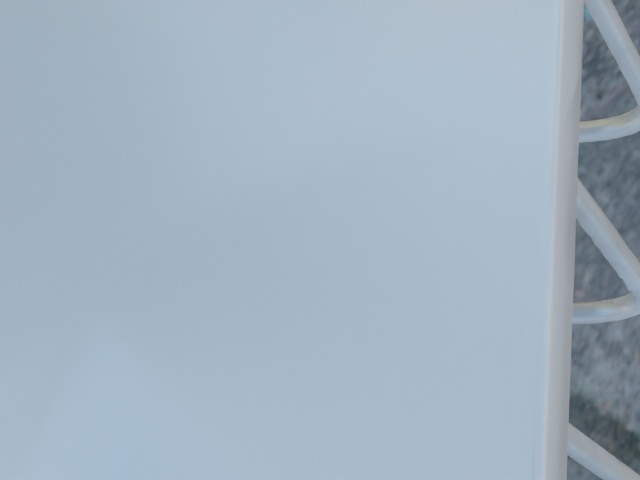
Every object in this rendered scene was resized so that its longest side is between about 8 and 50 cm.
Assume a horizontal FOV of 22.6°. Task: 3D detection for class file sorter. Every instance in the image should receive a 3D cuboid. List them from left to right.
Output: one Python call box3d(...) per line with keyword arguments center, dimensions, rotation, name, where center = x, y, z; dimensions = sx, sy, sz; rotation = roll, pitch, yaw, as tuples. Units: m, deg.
box3d(center=(0.000, 0.000, 0.474), dimensions=(0.192, 0.173, 0.278), rotation=(-3, 72, 24), name="file sorter")
